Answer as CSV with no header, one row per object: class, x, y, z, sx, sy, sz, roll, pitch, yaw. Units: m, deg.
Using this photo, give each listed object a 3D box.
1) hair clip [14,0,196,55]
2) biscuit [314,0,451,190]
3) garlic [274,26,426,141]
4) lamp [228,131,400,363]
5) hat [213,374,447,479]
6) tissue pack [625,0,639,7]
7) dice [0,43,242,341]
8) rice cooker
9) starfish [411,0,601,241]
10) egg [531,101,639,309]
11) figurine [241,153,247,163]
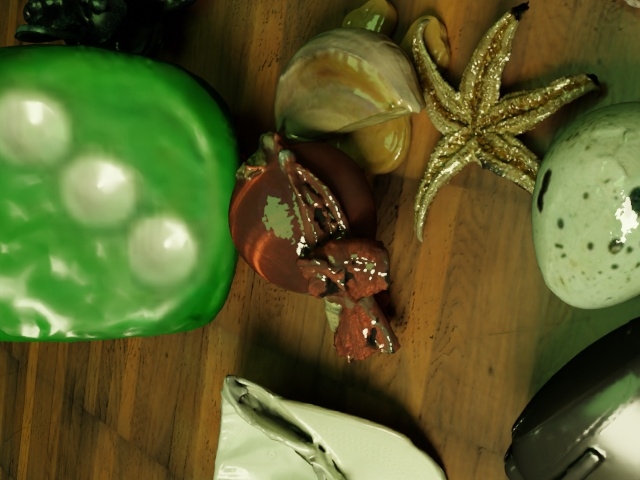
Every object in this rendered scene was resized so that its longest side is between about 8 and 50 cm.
hair clip,-0.320,-0.354,0.891,0.310,0.194,0.206,15,93,40
biscuit,0.046,-0.143,0.687,0.144,0.040,0.236,39,112,38
garlic,0.016,-0.161,0.634,0.195,0.087,0.101,-4,95,44
lamp,-0.012,0.002,0.634,0.151,0.215,0.223,-14,57,5
hat,-0.005,0.292,0.686,0.301,0.168,0.258,1,75,16
tissue pack,0.300,-0.284,0.447,0.173,0.073,0.235,45,118,30
dice,-0.270,-0.044,0.735,0.287,0.300,0.297,176,93,-66
rice cooker,0.230,0.141,0.470,0.118,0.142,0.203,43,122,18
starfish,0.146,-0.106,0.591,0.213,0.057,0.238,46,125,23
egg,0.226,-0.023,0.474,0.131,0.131,0.164,24,102,37
figurine,-0.122,-0.061,0.820,0.106,0.047,0.060,-59,23,32
